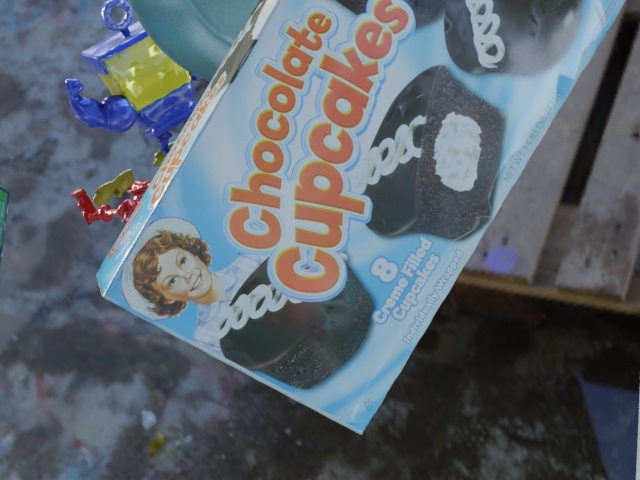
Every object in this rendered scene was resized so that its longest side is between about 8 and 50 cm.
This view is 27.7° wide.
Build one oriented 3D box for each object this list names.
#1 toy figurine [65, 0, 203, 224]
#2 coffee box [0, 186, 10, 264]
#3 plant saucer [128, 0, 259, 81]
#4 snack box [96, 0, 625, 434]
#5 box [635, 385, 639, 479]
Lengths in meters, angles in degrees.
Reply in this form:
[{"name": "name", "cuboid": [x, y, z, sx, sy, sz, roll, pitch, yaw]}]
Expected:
[{"name": "toy figurine", "cuboid": [-0.165, -0.199, 1.518, 0.362, 0.217, 0.191, -34, 18, -16]}, {"name": "coffee box", "cuboid": [-0.433, 0.011, 1.469, 0.184, 0.040, 0.113, -22, 51, 27]}, {"name": "plant saucer", "cuboid": [-0.051, -0.302, 1.234, 0.044, 0.317, 0.317, 18, 63, 48]}, {"name": "snack box", "cuboid": [0.026, -0.065, 0.785, 0.322, 0.187, 0.060, -59, 19, 2]}, {"name": "box", "cuboid": [0.401, 0.235, 1.100, 0.215, 0.168, 0.345, 0, 95, -17]}]
